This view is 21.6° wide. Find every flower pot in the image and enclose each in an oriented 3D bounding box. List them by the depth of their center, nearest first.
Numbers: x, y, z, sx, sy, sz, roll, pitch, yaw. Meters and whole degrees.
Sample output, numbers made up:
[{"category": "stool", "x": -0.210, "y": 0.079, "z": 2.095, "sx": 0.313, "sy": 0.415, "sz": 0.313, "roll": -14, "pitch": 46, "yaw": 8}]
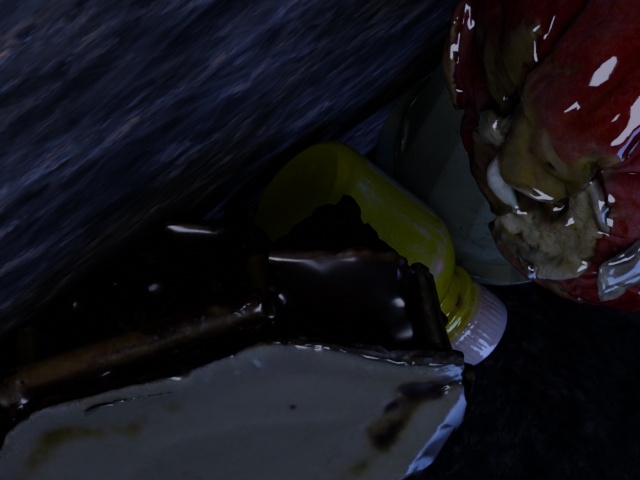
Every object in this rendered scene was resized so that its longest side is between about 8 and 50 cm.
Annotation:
[{"category": "flower pot", "x": 0.166, "y": -0.099, "z": 1.372, "sx": 0.212, "sy": 0.212, "sz": 0.202, "roll": -37, "pitch": 166, "yaw": -24}]

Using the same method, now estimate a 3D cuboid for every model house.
[{"category": "model house", "x": -0.085, "y": 0.069, "z": 1.162, "sx": 0.317, "sy": 0.297, "sz": 0.282, "roll": -57, "pitch": -161, "yaw": 30}]

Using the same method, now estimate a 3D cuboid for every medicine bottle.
[{"category": "medicine bottle", "x": 0.054, "y": 0.023, "z": 1.342, "sx": 0.122, "sy": 0.212, "sz": 0.121, "roll": -38, "pitch": -148, "yaw": 29}]

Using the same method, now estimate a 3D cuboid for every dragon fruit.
[{"category": "dragon fruit", "x": 0.234, "y": -0.104, "z": 1.016, "sx": 0.329, "sy": 0.329, "sz": 0.329, "roll": -38, "pitch": 176, "yaw": -3}]

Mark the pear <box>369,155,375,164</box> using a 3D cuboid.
[{"category": "pear", "x": 0.105, "y": -0.019, "z": 1.798, "sx": 0.198, "sy": 0.198, "sz": 0.198, "roll": -38, "pitch": 176, "yaw": -3}]
